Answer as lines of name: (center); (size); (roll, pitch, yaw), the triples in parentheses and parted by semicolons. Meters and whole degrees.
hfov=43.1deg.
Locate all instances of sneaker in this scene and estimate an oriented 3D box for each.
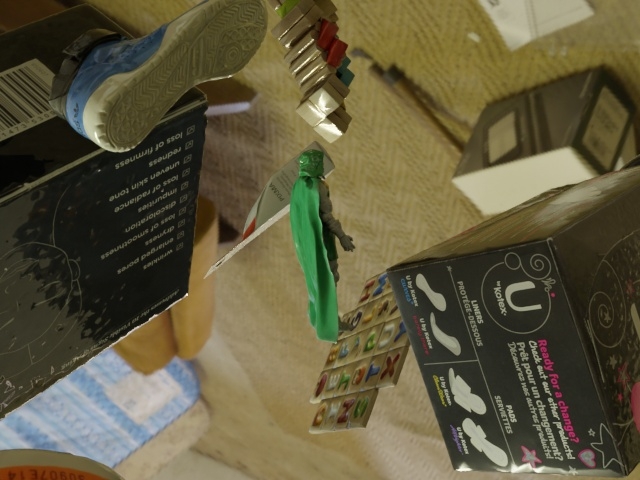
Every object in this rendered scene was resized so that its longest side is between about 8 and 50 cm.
sneaker: (-0.110, -0.124, 0.534); (0.084, 0.152, 0.058); (30, 156, 36)

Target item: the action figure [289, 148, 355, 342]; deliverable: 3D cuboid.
action figure: (0.000, 0.000, 1.029); (0.137, 0.063, 0.232); (-156, 57, -68)

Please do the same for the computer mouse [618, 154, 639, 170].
computer mouse: (0.561, -0.107, 1.205); (0.262, 0.060, 0.184); (-9, 170, 22)

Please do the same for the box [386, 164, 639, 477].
box: (0.198, 0.048, 0.606); (0.142, 0.247, 0.163); (-16, 95, 48)

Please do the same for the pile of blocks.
pile of blocks: (0.004, -0.353, 1.357); (0.112, 0.149, 0.362); (-28, 79, 50)

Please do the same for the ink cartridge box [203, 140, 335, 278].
ink cartridge box: (-0.094, -0.043, 1.224); (0.066, 0.232, 0.189); (55, 166, 0)

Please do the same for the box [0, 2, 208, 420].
box: (-0.449, -0.021, 1.213); (0.297, 0.480, 0.472); (39, 142, 21)

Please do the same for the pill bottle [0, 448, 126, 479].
pill bottle: (-0.186, 0.342, 0.497); (0.224, 0.224, 0.392); (59, 178, -37)

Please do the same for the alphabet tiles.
alphabet tiles: (0.071, 0.164, 1.270); (0.011, 0.285, 0.342); (27, 158, -11)
